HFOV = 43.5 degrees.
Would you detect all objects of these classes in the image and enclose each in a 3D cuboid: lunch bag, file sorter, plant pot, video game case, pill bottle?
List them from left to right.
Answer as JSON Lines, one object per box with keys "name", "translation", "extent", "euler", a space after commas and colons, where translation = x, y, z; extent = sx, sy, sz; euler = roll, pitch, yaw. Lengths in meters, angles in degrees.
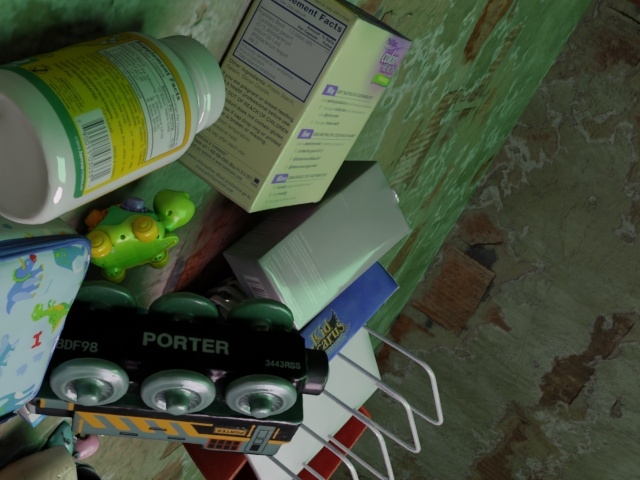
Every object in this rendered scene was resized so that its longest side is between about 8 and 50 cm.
{"name": "lunch bag", "translation": [-0.305, 0.075, 0.687], "extent": [0.219, 0.090, 0.176], "euler": [-61, 160, 18]}
{"name": "pill bottle", "translation": [-0.173, -0.102, 0.645], "extent": [0.208, 0.117, 0.118], "euler": [-37, 157, -48]}
{"name": "plant pot", "translation": [-0.111, 0.315, 1.425], "extent": [0.267, 0.235, 0.267], "euler": [-51, 143, -14]}
{"name": "video game case", "translation": [-0.036, 0.160, 1.175], "extent": [0.269, 0.061, 0.244], "euler": [-43, -177, -31]}
{"name": "file sorter", "translation": [0.043, 0.296, 1.254], "extent": [0.277, 0.173, 0.193], "euler": [-43, 140, -24]}

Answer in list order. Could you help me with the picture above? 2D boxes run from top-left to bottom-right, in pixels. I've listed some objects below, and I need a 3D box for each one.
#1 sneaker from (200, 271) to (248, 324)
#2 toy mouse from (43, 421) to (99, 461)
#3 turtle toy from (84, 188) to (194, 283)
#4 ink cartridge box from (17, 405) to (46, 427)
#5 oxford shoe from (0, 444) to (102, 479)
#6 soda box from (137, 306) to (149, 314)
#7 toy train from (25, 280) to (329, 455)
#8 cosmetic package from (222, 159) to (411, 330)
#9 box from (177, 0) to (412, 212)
{"name": "sneaker", "translation": [-0.082, 0.060, 1.199], "extent": [0.236, 0.130, 0.323], "euler": [-51, 173, 23]}
{"name": "toy mouse", "translation": [-0.344, 0.287, 1.128], "extent": [0.143, 0.031, 0.161], "euler": [-49, 164, -21]}
{"name": "turtle toy", "translation": [-0.193, -0.012, 0.846], "extent": [0.130, 0.066, 0.095], "euler": [-20, 157, -11]}
{"name": "ink cartridge box", "translation": [-0.332, 0.178, 0.936], "extent": [0.048, 0.028, 0.083], "euler": [-46, 162, -31]}
{"name": "oxford shoe", "translation": [-0.347, 0.391, 1.093], "extent": [0.146, 0.140, 0.397], "euler": [-35, 159, -21]}
{"name": "soda box", "translation": [-0.244, 0.161, 1.055], "extent": [0.210, 0.071, 0.067], "euler": [101, 8, -57]}
{"name": "toy train", "translation": [-0.163, 0.152, 0.883], "extent": [0.190, 0.333, 0.142], "euler": [115, -23, -46]}
{"name": "cosmetic package", "translation": [0.000, 0.000, 1.115], "extent": [0.238, 0.107, 0.127], "euler": [-40, 116, -28]}
{"name": "box", "translation": [-0.026, -0.170, 0.950], "extent": [0.243, 0.117, 0.213], "euler": [-59, 165, 18]}
